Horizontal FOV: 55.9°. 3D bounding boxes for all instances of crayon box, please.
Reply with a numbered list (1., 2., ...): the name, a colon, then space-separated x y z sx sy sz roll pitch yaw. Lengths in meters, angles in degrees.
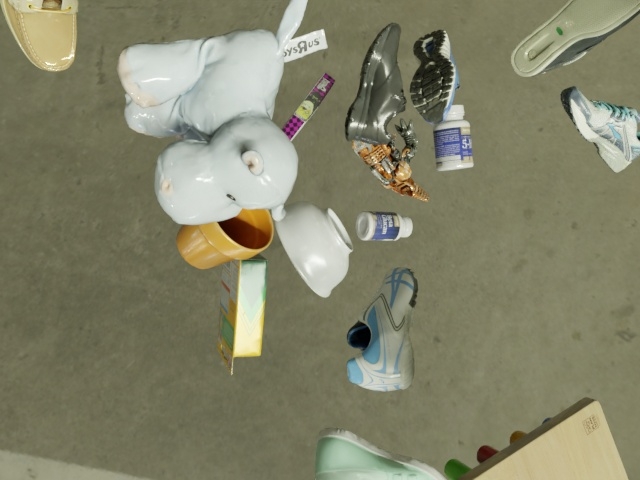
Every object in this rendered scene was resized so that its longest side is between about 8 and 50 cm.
1. crayon box: -0.224 0.187 1.697 0.083 0.203 0.323 2 101 -22

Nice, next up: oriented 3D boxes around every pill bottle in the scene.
1. pill bottle: 0.397 -0.308 1.816 0.112 0.112 0.187 -6 94 3
2. pill bottle: 0.207 -0.046 1.936 0.169 0.094 0.094 0 117 -27

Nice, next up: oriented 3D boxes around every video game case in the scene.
1. video game case: -0.068 -0.305 1.580 0.042 0.210 0.232 37 139 -9

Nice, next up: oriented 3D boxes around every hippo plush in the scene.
1. hippo plush: -0.105 -0.130 0.783 0.294 0.234 0.237 -16 72 4

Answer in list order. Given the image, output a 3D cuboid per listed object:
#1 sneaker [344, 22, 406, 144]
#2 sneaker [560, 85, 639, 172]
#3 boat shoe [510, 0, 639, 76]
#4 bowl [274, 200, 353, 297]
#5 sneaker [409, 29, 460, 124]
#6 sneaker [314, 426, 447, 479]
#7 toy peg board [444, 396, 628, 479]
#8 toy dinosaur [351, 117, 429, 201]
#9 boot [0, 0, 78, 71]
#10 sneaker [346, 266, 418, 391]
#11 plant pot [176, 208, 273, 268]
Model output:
1. sneaker: 0.149 -0.360 1.418 0.130 0.109 0.286 15 104 -5
2. sneaker: 0.672 -0.285 1.415 0.283 0.110 0.122 32 125 -31
3. boat shoe: 0.429 -0.348 0.987 0.233 0.079 0.084 -30 72 44
4. bowl: 0.000 0.000 1.698 0.134 0.298 0.298 -29 111 13
5. sneaker: 0.329 -0.427 1.638 0.129 0.330 0.147 -15 136 30
6. sneaker: 0.096 0.422 0.975 0.256 0.151 0.094 26 135 -11
7. toy peg board: 0.208 0.252 0.583 0.160 0.079 0.161 -25 98 -18
8. toy dinosaur: 0.203 -0.220 1.762 0.164 0.218 0.322 -10 135 21
9. boot: -0.328 -0.316 0.749 0.095 0.203 0.262 -16 130 -35
10. sneaker: 0.082 0.101 0.780 0.086 0.237 0.085 6 117 8
11. plant pot: -0.254 -0.024 1.504 0.188 0.205 0.205 -33 111 33
